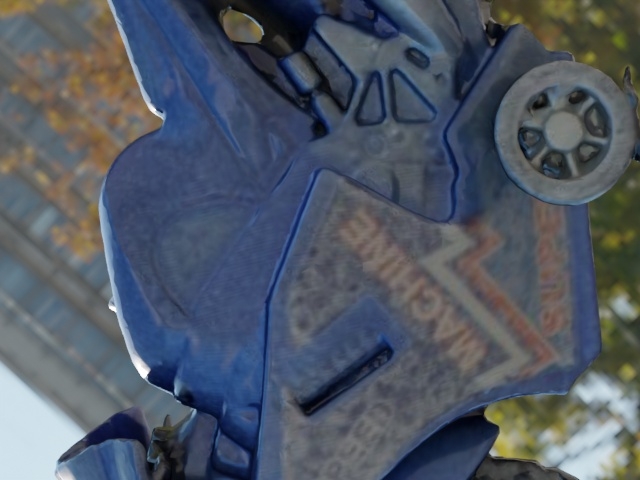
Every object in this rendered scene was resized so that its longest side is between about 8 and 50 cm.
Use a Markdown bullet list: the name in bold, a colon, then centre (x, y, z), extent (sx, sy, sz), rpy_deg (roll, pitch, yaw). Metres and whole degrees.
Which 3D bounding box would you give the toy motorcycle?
- **toy motorcycle**: centre (0.000, 0.000, 0.377), extent (0.076, 0.114, 0.205), rpy_deg (-153, 56, -85)
